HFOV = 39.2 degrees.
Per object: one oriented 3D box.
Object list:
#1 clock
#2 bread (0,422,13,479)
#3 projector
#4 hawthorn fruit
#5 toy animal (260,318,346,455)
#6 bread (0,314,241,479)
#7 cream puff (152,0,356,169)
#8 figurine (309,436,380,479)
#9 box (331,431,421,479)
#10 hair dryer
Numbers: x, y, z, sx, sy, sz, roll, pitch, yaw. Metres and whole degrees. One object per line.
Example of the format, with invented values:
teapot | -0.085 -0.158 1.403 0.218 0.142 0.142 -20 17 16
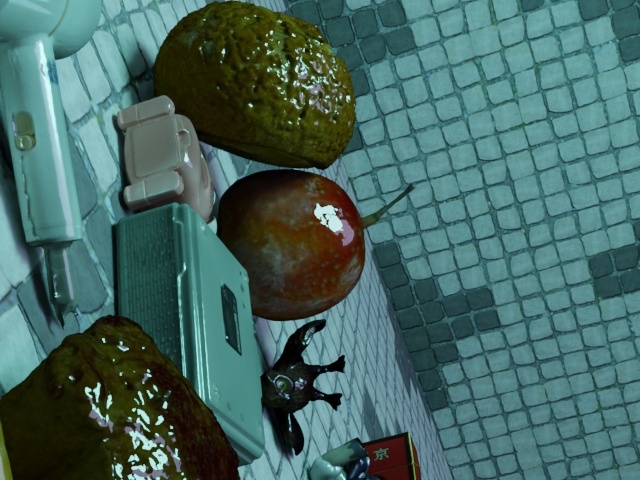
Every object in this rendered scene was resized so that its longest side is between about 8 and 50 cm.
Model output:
clock | -0.176 -0.079 1.117 0.162 0.092 0.166 60 16 -62
bread | -0.192 0.128 0.378 0.239 0.111 0.246 -34 -111 60
projector | -0.138 0.110 0.996 0.192 0.099 0.257 59 18 -57
hawthorn fruit | -0.039 0.013 1.346 0.231 0.262 0.235 -17 118 -59
toy animal | -0.050 0.222 1.375 0.179 0.116 0.219 12 89 -48
bread | -0.140 0.179 0.683 0.232 0.135 0.247 58 2 29
cream puff | -0.085 -0.219 1.249 0.303 0.302 0.212 0 108 -79
figurine | 0.042 0.424 1.398 0.222 0.145 0.145 -109 175 -50
box | 0.103 0.458 1.560 0.240 0.153 0.074 -92 159 -52
hair dryer | -0.251 -0.098 0.783 0.173 0.107 0.358 -15 95 -77
